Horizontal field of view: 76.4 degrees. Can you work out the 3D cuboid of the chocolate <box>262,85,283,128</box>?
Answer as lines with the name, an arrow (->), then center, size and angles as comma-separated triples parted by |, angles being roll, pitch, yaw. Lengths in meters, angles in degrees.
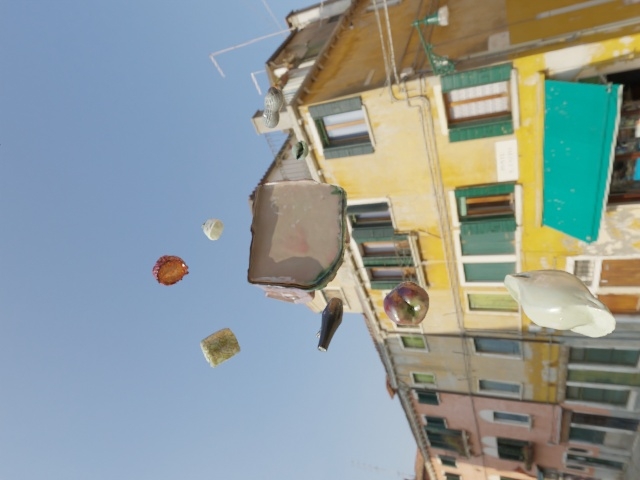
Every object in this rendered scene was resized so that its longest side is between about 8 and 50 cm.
chocolate -> -0.180, -0.497, 1.530 | 0.167, 0.072, 0.072 | 111, -177, -46

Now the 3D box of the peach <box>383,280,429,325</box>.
peach -> 0.281, 0.208, 1.368 | 0.152, 0.152, 0.152 | -3, -90, -65

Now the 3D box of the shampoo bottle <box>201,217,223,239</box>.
shampoo bottle -> -0.409, -0.051, 1.527 | 0.045, 0.152, 0.077 | 24, -90, -30

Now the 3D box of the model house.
model house -> -0.029, 0.018, 0.925 | 0.237, 0.202, 0.237 | 58, -148, -69

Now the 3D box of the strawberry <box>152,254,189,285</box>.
strawberry -> -0.644, 0.123, 1.736 | 0.145, 0.086, 0.145 | -18, -60, -33

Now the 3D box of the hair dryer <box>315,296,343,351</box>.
hair dryer -> 0.014, 0.324, 1.455 | 0.219, 0.075, 0.196 | 116, 176, -56

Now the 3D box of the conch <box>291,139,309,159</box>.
conch -> -0.070, -0.333, 1.524 | 0.056, 0.076, 0.085 | 14, -131, -42

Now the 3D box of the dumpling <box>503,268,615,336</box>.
dumpling -> 0.567, 0.156, 0.960 | 0.131, 0.252, 0.179 | -45, -63, -18

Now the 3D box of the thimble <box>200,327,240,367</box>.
thimble -> -0.456, 0.492, 1.857 | 0.143, 0.137, 0.191 | -28, -30, -27
